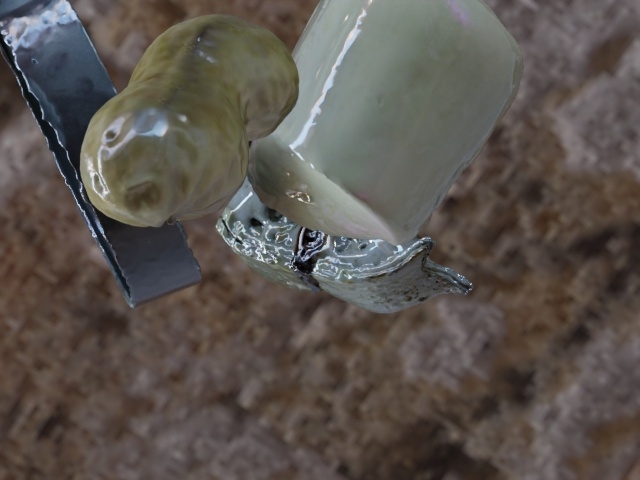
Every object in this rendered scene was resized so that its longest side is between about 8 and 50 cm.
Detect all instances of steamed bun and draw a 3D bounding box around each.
[{"bbox_3d":[0.051,-0.104,1.509,0.225,0.170,0.200,-61,13,-2],"label":"steamed bun"}]

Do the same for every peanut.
[{"bbox_3d":[-0.083,-0.084,1.289,0.229,0.098,0.103,-57,-30,-50],"label":"peanut"}]

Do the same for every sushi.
[{"bbox_3d":[0.010,0.013,1.882,0.109,0.273,0.134,-49,-22,-15],"label":"sushi"}]

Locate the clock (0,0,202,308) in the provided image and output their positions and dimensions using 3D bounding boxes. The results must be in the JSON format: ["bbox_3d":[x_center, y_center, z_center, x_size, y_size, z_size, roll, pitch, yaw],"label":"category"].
[{"bbox_3d":[-0.191,-0.090,1.568,0.061,0.313,0.312,-26,17,-7],"label":"clock"}]
